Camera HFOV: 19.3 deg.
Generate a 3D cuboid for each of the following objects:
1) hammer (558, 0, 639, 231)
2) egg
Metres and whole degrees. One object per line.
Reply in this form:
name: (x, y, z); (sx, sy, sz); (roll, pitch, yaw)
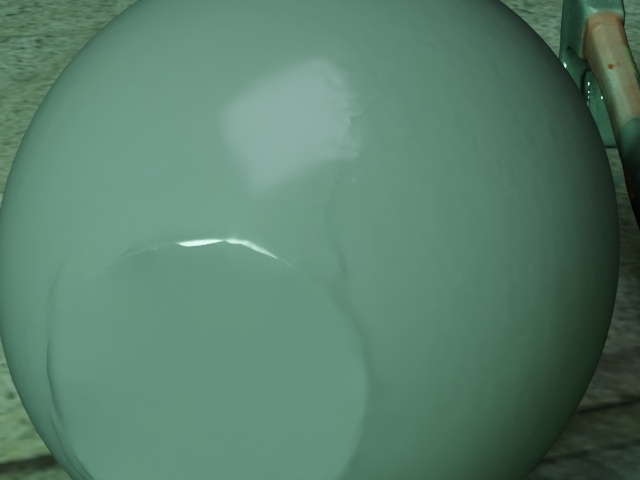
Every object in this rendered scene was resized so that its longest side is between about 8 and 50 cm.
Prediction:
hammer: (0.134, -0.039, 0.781); (0.033, 0.111, 0.288); (0, 32, -3)
egg: (0.000, 0.000, 0.555); (0.176, 0.176, 0.232); (8, 17, 8)
